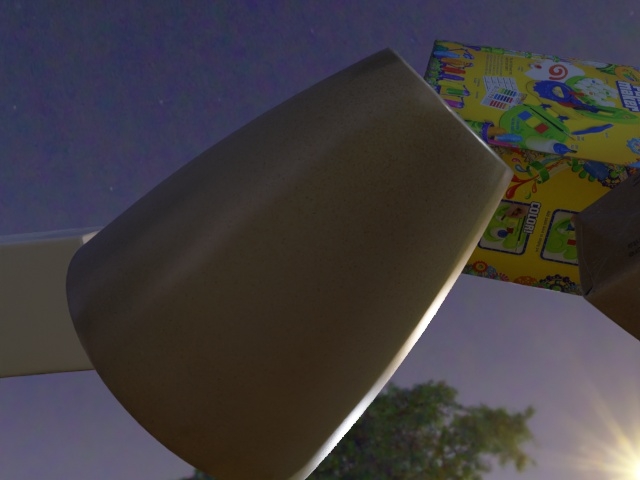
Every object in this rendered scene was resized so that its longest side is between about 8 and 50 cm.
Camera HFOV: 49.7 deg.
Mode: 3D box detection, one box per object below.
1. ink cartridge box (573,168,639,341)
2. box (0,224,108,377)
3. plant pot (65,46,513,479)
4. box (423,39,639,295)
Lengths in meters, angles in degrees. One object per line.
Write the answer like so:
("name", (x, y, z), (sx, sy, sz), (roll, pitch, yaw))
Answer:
("ink cartridge box", (0.291, -0.001, 0.361), (0.193, 0.088, 0.235), (36, -52, -12))
("box", (-0.432, 0.080, 0.933), (0.345, 0.168, 0.215), (-6, 6, 5))
("plant pot", (0.000, 0.000, 0.523), (0.274, 0.256, 0.256), (-44, -41, 16))
("box", (0.250, -0.101, 0.848), (0.279, 0.290, 0.177), (11, -54, 10))
